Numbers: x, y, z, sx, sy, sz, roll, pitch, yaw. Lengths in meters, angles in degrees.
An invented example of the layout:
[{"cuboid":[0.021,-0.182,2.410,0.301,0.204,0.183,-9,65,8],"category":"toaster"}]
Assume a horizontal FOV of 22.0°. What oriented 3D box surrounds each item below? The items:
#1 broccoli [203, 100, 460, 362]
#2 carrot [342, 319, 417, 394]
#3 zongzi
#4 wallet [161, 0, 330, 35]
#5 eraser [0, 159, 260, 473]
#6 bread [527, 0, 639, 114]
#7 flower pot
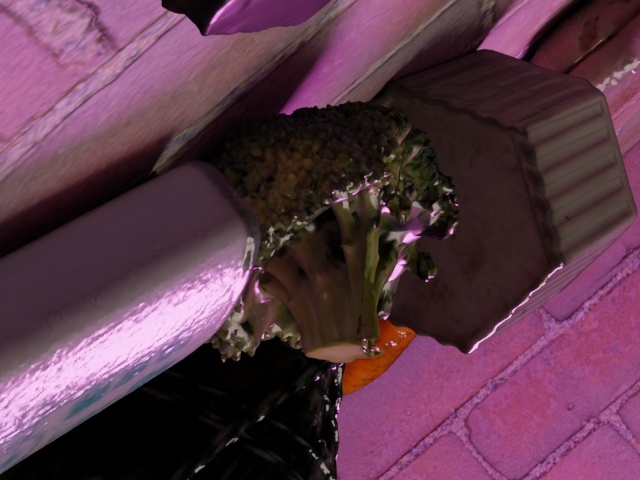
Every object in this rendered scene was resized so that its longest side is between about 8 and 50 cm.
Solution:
[{"cuboid":[0.000,-0.003,1.123,0.198,0.176,0.226,-6,-177,-34],"category":"broccoli"},{"cuboid":[0.087,0.096,2.227,0.302,0.114,0.114,-49,168,36],"category":"carrot"},{"cuboid":[-0.059,0.187,1.262,0.383,0.362,0.319,-31,155,-53],"category":"zongzi"},{"cuboid":[0.078,-0.226,0.773,0.377,0.051,0.197,-43,174,19],"category":"wallet"},{"cuboid":[-0.182,0.070,0.975,0.290,0.104,0.189,-32,171,-42],"category":"eraser"},{"cuboid":[0.278,-0.179,1.710,0.183,0.102,0.337,-31,170,-28],"category":"bread"},{"cuboid":[0.133,-0.039,1.411,0.189,0.239,0.209,-25,133,-56],"category":"flower pot"}]
